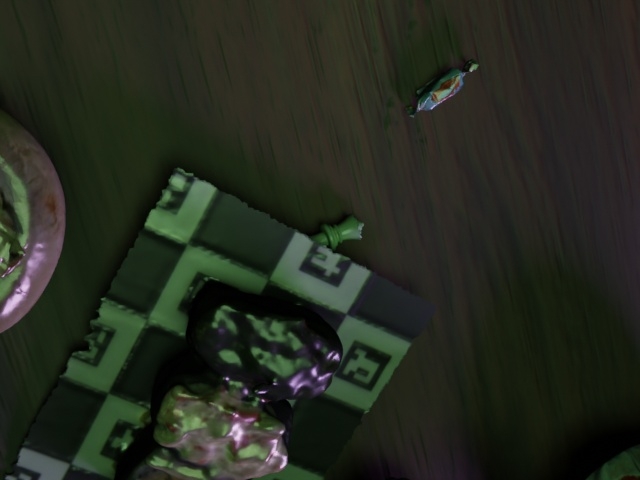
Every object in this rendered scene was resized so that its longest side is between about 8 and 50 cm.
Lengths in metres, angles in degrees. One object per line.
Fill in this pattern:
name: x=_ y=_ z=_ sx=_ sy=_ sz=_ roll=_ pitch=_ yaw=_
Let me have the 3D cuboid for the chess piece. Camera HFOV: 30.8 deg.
chess piece: x=0.000 y=0.000 z=1.121 sx=0.093 sy=0.042 sz=0.042 roll=-22 pitch=108 yaw=-12

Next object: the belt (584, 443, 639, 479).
belt: x=0.352 y=0.331 z=1.220 sx=0.207 sy=0.150 sz=0.258 roll=18 pitch=101 yaw=-40

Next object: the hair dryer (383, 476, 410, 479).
hair dryer: x=0.124 y=0.406 z=1.240 sx=0.340 sy=0.123 sz=0.313 roll=13 pitch=112 yaw=-27

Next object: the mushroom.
mushroom: x=-0.326 y=-0.013 z=0.964 sx=0.226 sy=0.178 sz=0.227 roll=-7 pitch=115 yaw=-16

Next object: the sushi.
sushi: x=-0.093 y=0.168 z=1.083 sx=0.296 sy=0.100 sz=0.373 roll=28 pitch=104 yaw=-19

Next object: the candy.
candy: x=0.116 y=-0.148 z=1.119 sx=0.083 sy=0.030 sz=0.020 roll=-37 pitch=112 yaw=5
